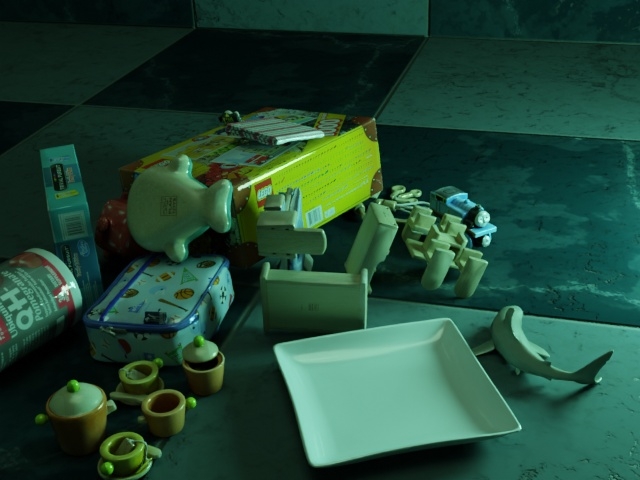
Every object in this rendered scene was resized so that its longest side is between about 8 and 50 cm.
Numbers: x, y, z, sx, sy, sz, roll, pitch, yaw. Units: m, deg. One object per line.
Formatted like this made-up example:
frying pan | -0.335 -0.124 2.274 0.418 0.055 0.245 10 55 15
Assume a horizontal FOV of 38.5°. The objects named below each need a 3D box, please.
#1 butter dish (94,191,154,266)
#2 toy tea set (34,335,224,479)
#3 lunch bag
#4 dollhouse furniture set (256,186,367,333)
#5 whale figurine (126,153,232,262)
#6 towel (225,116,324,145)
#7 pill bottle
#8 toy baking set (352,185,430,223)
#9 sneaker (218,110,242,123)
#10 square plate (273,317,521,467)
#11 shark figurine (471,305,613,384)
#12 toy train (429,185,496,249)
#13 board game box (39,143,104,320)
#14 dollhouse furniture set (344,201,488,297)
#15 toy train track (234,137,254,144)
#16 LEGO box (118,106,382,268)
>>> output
butter dish | -0.439 -0.026 2.011 0.160 0.160 0.118 20 2 36
toy tea set | -0.303 0.248 1.533 0.200 0.124 0.336 12 31 25
lunch bag | -0.316 0.128 1.784 0.243 0.115 0.303 3 27 16
dollhouse furniture set | 0.000 0.000 1.815 0.198 0.287 0.303 3 37 5
whale figurine | -0.264 -0.062 1.841 0.272 0.216 0.141 -3 -6 37
towel | -0.105 -0.245 2.086 0.144 0.029 0.197 -16 25 -39
pill bottle | -0.611 0.154 1.686 0.176 0.176 0.318 15 32 30
toy baking set | 0.167 -0.094 2.255 0.196 0.030 0.256 -6 28 -7
sneaker | -0.224 -0.300 2.274 0.035 0.031 0.083 -35 26 -22
square plate | 0.115 0.258 1.563 0.343 0.049 0.347 -7 28 -10
shark figurine | 0.370 0.177 1.633 0.166 0.116 0.278 -16 29 -22
toy train | 0.319 -0.051 2.078 0.080 0.105 0.184 -17 31 -26
board game box | -0.525 -0.024 1.936 0.079 0.254 0.336 -11 28 -15
dollhouse furniture set | 0.195 0.039 1.933 0.242 0.161 0.212 15 24 -15
toy train track | -0.156 -0.225 2.088 0.083 0.014 0.048 3 18 11
LEGO box | -0.151 -0.144 2.161 0.372 0.193 0.500 12 30 38
